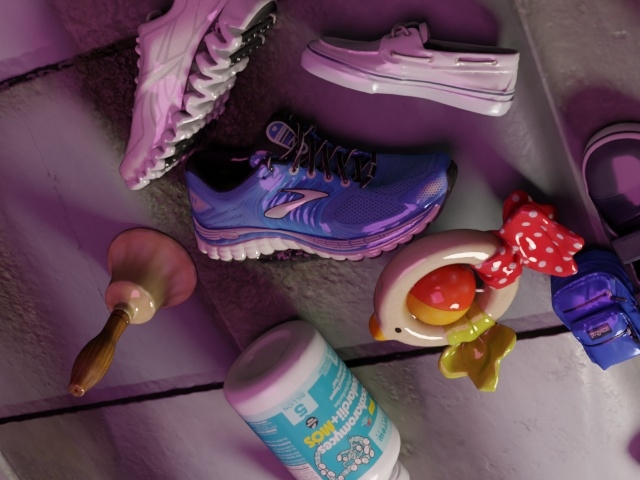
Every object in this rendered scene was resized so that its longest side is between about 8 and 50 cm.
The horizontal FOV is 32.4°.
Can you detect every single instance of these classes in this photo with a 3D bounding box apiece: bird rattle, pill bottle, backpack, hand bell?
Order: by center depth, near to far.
[{"bbox_3d":[0.164,0.055,1.218,0.207,0.143,0.253,1,141,-22],"label":"bird rattle"},{"bbox_3d":[0.320,0.075,1.245,0.098,0.101,0.120,-30,109,23],"label":"backpack"},{"bbox_3d":[-0.252,0.103,1.354,0.126,0.242,0.126,9,126,12],"label":"hand bell"},{"bbox_3d":[0.005,0.241,1.431,0.146,0.146,0.264,-26,113,31],"label":"pill bottle"}]

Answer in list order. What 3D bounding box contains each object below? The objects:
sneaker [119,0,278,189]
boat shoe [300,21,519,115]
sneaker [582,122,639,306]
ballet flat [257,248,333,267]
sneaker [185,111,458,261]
[{"bbox_3d":[-0.159,-0.181,1.224,0.118,0.110,0.292,37,122,3],"label":"sneaker"},{"bbox_3d":[0.096,-0.193,1.150,0.226,0.083,0.076,11,115,-4],"label":"boat shoe"},{"bbox_3d":[0.388,0.023,1.172,0.126,0.127,0.321,-30,110,33],"label":"sneaker"},{"bbox_3d":[0.000,0.000,1.335,0.173,0.057,0.049,-7,162,23],"label":"ballet flat"},{"bbox_3d":[-0.011,-0.064,1.233,0.330,0.130,0.147,-5,124,21],"label":"sneaker"}]
